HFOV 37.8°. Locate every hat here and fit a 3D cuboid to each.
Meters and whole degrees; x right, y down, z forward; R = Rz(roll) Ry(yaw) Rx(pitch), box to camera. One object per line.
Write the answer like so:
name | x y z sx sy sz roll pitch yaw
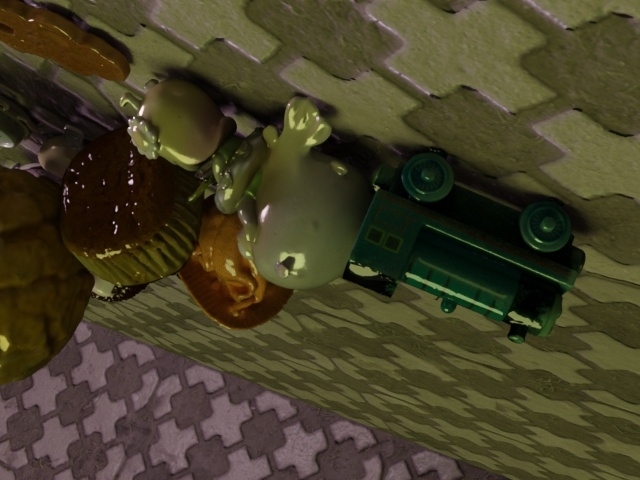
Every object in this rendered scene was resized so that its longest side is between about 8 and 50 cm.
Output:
hat | -0.129 -0.010 1.566 0.233 0.244 0.233 18 149 -4

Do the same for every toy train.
toy train | 0.185 0.014 1.205 0.298 0.194 0.120 23 161 3

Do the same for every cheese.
cheese | -0.468 -0.169 1.761 0.127 0.054 0.251 24 162 -10

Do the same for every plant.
plant | -0.166 -0.107 1.447 0.104 0.122 0.116 42 165 -14

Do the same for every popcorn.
popcorn | -0.549 0.065 1.584 0.344 0.354 0.390 -14 158 -24

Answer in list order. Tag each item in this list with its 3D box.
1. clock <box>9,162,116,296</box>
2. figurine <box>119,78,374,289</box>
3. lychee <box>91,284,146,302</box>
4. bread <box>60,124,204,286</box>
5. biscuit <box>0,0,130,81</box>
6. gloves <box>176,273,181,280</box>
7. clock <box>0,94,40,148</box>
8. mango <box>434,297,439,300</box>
clock | -0.523 -0.039 1.910 0.325 0.184 0.342 24 -179 -5
figurine | -0.093 -0.116 1.299 0.394 0.226 0.274 34 132 4
lychee | -0.497 0.070 2.262 0.188 0.188 0.188 22 162 7
bread | -0.305 -0.062 1.529 0.227 0.253 0.142 -13 151 18
biscuit | -0.380 -0.288 1.335 0.236 0.040 0.144 20 169 9
gloves | -0.221 0.053 1.919 0.301 0.152 0.197 34 140 -10
clock | -0.618 -0.232 1.760 0.191 0.062 0.151 4 153 46
mango | 0.200 0.024 1.364 0.119 0.100 0.178 36 155 -12
